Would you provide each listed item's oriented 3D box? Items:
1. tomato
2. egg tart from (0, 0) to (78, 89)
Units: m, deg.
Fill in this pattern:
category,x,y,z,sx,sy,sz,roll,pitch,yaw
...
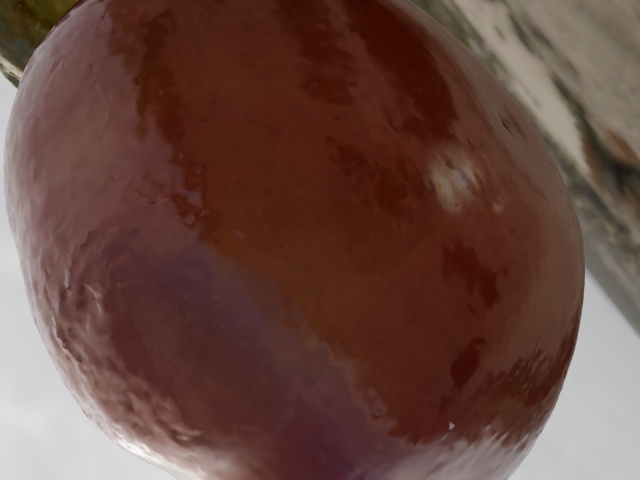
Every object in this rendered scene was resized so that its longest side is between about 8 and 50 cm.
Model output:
category,x,y,z,sx,sy,sz,roll,pitch,yaw
tomato,0.001,0.003,0.566,0.260,0.180,0.260,44,-158,-23
egg tart,-0.104,-0.182,0.812,0.294,0.294,0.123,52,158,-2
